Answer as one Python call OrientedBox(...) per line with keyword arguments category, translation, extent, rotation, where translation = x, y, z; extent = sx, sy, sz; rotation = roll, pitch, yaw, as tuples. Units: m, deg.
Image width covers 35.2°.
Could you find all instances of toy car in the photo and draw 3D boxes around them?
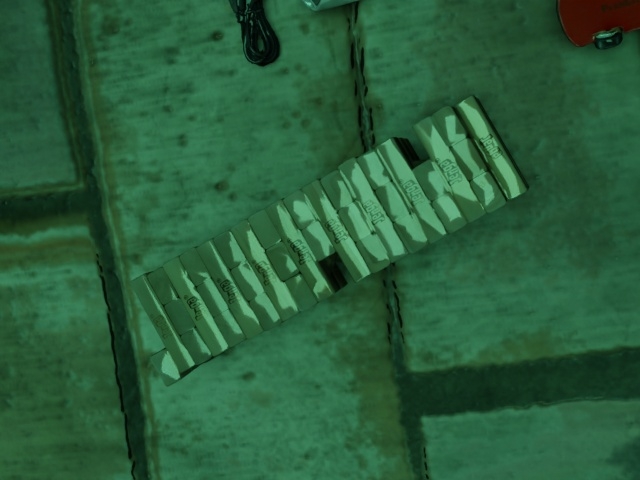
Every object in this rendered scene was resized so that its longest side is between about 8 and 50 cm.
OrientedBox(category="toy car", translation=(0.329, -0.193, 0.750), extent=(0.225, 0.053, 0.239), rotation=(37, 123, -5))

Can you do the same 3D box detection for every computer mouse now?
OrientedBox(category="computer mouse", translation=(0.012, -0.225, 0.838), extent=(0.193, 0.042, 0.106), rotation=(-17, 87, 20))

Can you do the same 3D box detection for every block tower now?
OrientedBox(category="block tower", translation=(0.000, 0.000, 0.838), extent=(0.335, 0.091, 0.097), rotation=(-30, 88, 14))
